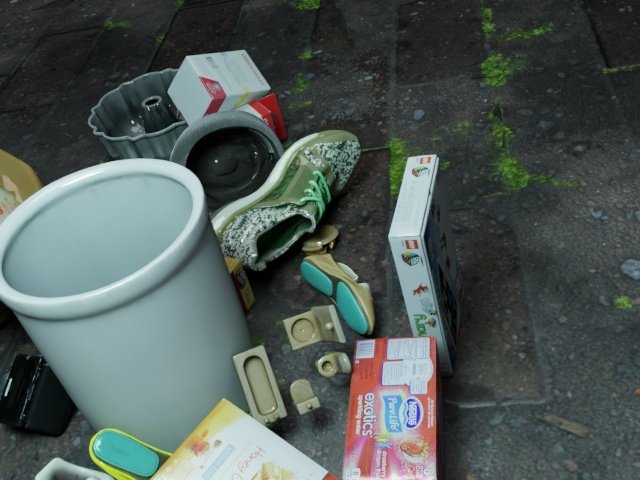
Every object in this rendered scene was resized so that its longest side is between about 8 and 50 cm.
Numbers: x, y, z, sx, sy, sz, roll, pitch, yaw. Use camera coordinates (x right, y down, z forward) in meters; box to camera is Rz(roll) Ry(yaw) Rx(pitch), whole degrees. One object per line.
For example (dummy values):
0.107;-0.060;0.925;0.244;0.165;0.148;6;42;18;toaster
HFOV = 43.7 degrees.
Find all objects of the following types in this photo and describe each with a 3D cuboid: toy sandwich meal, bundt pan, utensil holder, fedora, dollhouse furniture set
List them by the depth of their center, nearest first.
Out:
-0.040;0.189;1.187;0.151;0.144;0.123;-18;-1;-15;dollhouse furniture set
-0.286;0.116;1.265;0.327;0.385;0.328;-9;40;8;utensil holder
0.000;0.000;1.594;0.085;0.029;0.085;-14;28;8;toy sandwich meal
-0.212;-0.155;1.701;0.275;0.244;0.124;-23;21;-24;fedora
-0.405;-0.299;2.006;0.330;0.124;0.331;-9;39;7;bundt pan

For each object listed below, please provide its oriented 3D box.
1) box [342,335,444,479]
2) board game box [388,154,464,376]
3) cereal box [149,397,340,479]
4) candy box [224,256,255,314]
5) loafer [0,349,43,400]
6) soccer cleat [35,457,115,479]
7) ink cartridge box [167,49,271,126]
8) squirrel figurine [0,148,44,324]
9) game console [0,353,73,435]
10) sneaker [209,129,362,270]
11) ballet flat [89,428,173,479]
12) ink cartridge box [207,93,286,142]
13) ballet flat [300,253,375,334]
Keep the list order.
0.112;0.272;1.154;0.128;0.123;0.257;-5;40;12;box
0.175;0.044;1.262;0.053;0.305;0.193;-2;40;19;board game box
-0.099;0.357;1.130;0.240;0.047;0.173;30;55;19;cereal box
-0.226;0.078;1.510;0.186;0.109;0.053;9;44;28;candy box
-0.497;0.224;1.449;0.223;0.076;0.078;-33;51;-15;loafer
-0.277;0.408;1.105;0.331;0.143;0.116;15;48;32;soccer cleat
-0.234;-0.348;1.849;0.176;0.127;0.128;-19;69;-41;ink cartridge box
-0.578;0.069;1.494;0.397;0.370;0.281;21;49;-7;squirrel figurine
-0.489;0.267;1.382;0.107;0.071;0.122;0;67;33;game console
-0.038;-0.062;1.572;0.410;0.158;0.182;-44;38;-20;sneaker
-0.242;0.356;1.195;0.231;0.077;0.077;29;54;1;ballet flat
-0.175;-0.228;1.836;0.231;0.134;0.078;-29;42;-16;ink cartridge box
0.049;0.085;1.440;0.073;0.080;0.232;-17;38;-26;ballet flat
